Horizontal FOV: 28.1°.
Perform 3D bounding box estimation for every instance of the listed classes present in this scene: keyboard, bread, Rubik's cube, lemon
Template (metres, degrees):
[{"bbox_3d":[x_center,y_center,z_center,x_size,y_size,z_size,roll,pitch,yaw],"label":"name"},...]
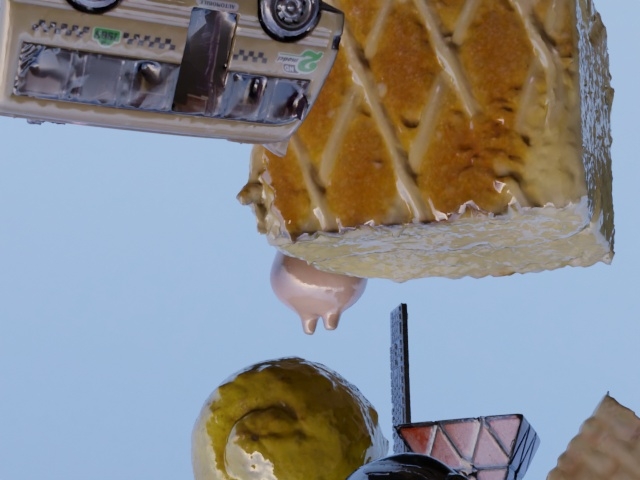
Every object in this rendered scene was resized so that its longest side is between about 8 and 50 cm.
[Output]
[{"bbox_3d":[0.133,0.263,2.113,0.018,0.101,0.309,1,-104,-8],"label":"keyboard"},{"bbox_3d":[0.127,-0.150,1.427,0.371,0.279,0.390,-8,-114,22],"label":"bread"},{"bbox_3d":[0.243,0.315,1.721,0.178,0.190,0.211,-5,178,-45],"label":"Rubik's cube"},{"bbox_3d":[-0.040,0.299,1.768,0.285,0.316,0.285,-10,-137,10],"label":"lemon"}]

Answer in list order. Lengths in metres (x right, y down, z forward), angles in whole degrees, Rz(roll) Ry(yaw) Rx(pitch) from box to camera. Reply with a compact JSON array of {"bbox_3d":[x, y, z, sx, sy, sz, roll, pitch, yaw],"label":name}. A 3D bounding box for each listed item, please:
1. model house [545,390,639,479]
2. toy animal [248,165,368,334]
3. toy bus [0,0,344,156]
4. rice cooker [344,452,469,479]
[{"bbox_3d":[0.415,0.488,1.609,0.445,0.400,0.395,37,173,18],"label":"model house"},{"bbox_3d":[-0.003,0.000,1.708,0.165,0.248,0.149,-12,168,32],"label":"toy animal"},{"bbox_3d":[-0.135,-0.162,1.041,0.289,0.157,0.139,3,-160,-29],"label":"toy bus"},{"bbox_3d":[0.071,0.263,1.111,0.118,0.203,0.142,-38,-86,-33],"label":"rice cooker"}]
